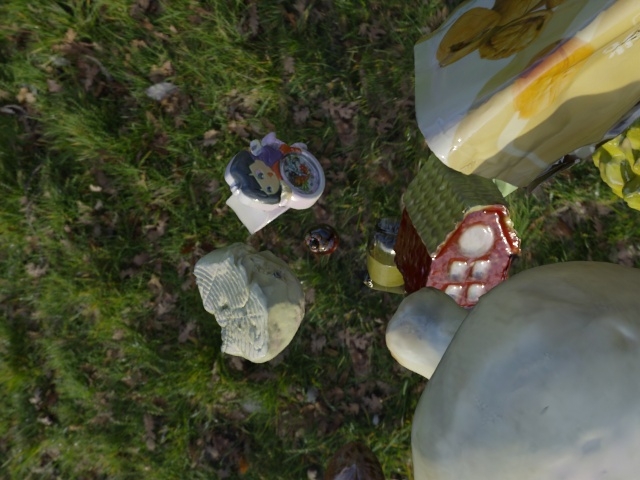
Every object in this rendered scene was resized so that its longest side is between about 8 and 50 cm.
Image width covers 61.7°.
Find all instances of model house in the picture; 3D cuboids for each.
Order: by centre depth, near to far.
[{"bbox_3d":[0.230,-0.020,0.912,0.160,0.196,0.254,-3,124,-7],"label":"model house"}]

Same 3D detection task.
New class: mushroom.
[{"bbox_3d":[0.212,0.150,0.488,0.356,0.315,0.315,45,113,20],"label":"mushroom"}]

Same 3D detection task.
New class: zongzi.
[{"bbox_3d":[0.227,-0.041,1.474,0.154,0.317,0.289,16,152,11],"label":"zongzi"}]

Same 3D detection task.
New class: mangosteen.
[{"bbox_3d":[0.000,0.000,1.962,0.140,0.140,0.140,4,108,13],"label":"mangosteen"}]

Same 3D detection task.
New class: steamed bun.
[{"bbox_3d":[-0.165,0.146,1.381,0.275,0.206,0.320,-32,77,40],"label":"steamed bun"}]

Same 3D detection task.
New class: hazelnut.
[{"bbox_3d":[0.072,0.507,1.138,0.143,0.154,0.143,3,134,4],"label":"hazelnut"}]

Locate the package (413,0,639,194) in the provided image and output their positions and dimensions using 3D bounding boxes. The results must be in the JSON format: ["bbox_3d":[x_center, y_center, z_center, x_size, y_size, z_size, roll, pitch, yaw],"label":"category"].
[{"bbox_3d":[0.243,-0.170,0.415,0.165,0.221,0.311,40,121,-20],"label":"package"}]

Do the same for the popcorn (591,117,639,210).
[{"bbox_3d":[0.461,-0.122,0.649,0.259,0.212,0.259,24,131,30],"label":"popcorn"}]

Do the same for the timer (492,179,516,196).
[{"bbox_3d":[0.439,-0.202,1.617,0.315,0.291,0.291,-40,95,-16],"label":"timer"}]

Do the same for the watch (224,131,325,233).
[{"bbox_3d":[-0.136,-0.123,1.275,0.196,0.244,0.231,55,142,-4],"label":"watch"}]
